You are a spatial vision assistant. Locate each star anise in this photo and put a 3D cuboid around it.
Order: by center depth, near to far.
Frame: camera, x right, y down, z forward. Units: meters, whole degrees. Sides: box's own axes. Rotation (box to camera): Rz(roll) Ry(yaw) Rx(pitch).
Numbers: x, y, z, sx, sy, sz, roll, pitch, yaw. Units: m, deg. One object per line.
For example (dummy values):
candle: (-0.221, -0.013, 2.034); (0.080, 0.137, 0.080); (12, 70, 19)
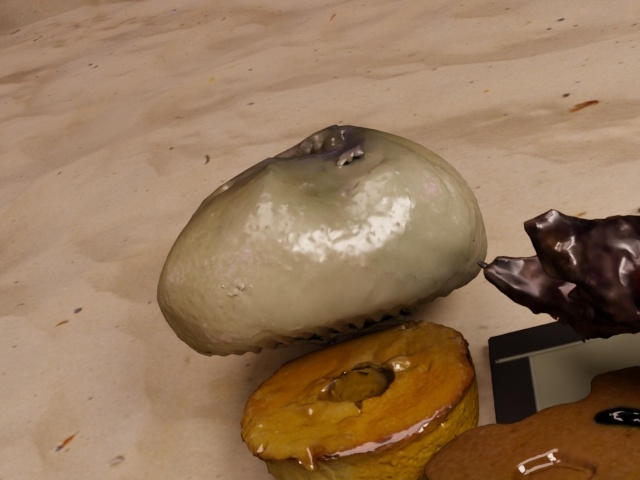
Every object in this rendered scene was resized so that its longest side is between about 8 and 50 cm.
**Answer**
star anise: (0.228, 0.047, 0.657); (0.272, 0.272, 0.103); (-3, 75, 32)

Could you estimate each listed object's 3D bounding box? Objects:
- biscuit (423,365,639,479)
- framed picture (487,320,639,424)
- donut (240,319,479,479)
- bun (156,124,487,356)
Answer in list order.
biscuit: (0.183, 0.171, 0.589); (0.278, 0.043, 0.301); (-13, 30, 18)
framed picture: (0.241, 0.135, 0.672); (0.265, 0.016, 0.347); (-16, 28, 13)
donut: (0.033, 0.128, 0.786); (0.178, 0.065, 0.162); (-17, 24, 13)
bun: (-0.004, 0.002, 0.859); (0.273, 0.168, 0.273); (-19, -3, -1)
